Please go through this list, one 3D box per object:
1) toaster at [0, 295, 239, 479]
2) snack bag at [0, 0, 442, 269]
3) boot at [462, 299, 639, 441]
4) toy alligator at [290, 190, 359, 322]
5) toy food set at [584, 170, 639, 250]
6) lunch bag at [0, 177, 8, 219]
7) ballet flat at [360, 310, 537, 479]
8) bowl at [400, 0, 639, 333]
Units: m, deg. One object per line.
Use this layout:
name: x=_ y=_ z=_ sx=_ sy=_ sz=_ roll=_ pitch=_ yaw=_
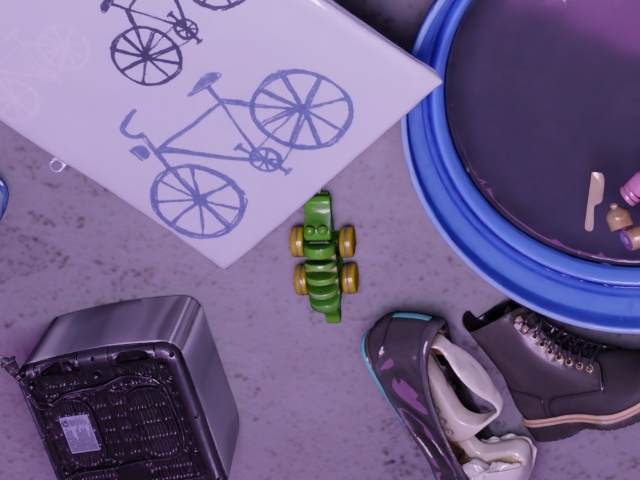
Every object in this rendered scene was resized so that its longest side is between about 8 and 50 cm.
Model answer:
toaster: x=-0.182 y=0.147 z=1.785 sx=0.168 sy=0.110 sz=0.186 roll=-11 pitch=116 yaw=15
snack bag: x=-0.124 y=-0.141 z=1.581 sx=0.342 sy=0.037 sz=0.323 roll=33 pitch=133 yaw=-18
boot: x=0.226 y=0.099 z=1.686 sx=0.198 sy=0.077 sz=0.137 roll=-26 pitch=106 yaw=40
toy alligator: x=0.000 y=0.000 z=1.708 sx=0.056 sy=0.051 sz=0.190 roll=0 pitch=118 yaw=10
toy food set: x=0.282 y=-0.023 z=1.576 sx=0.122 sy=0.019 sz=0.078 roll=6 pitch=119 yaw=7
lunch bag: x=-0.413 y=-0.029 z=1.746 sx=0.219 sy=0.090 sz=0.176 roll=29 pitch=118 yaw=-6
ballet flat: x=0.135 y=0.185 z=1.751 sx=0.096 sy=0.095 sz=0.280 roll=-17 pitch=114 yaw=32
bowl: x=0.264 y=-0.109 z=1.589 sx=0.391 sy=0.077 sz=0.391 roll=4 pitch=119 yaw=8
